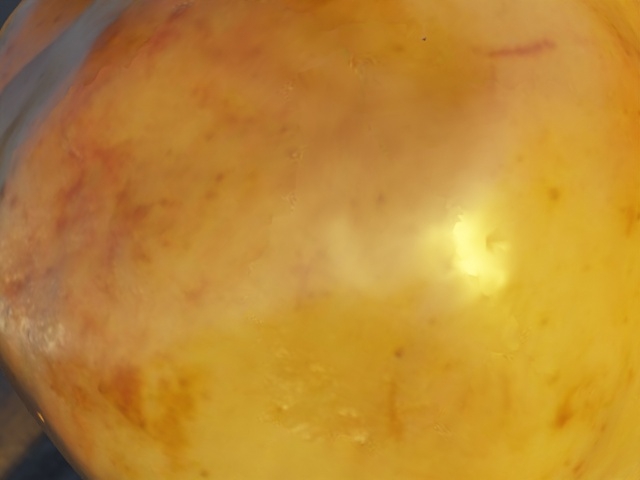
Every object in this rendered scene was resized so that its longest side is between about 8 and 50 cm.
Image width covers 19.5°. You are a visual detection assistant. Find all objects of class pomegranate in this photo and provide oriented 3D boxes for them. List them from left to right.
[{"bbox_3d":[0.000,0.000,0.972,0.411,0.411,0.411,-31,29,20],"label":"pomegranate"}]
